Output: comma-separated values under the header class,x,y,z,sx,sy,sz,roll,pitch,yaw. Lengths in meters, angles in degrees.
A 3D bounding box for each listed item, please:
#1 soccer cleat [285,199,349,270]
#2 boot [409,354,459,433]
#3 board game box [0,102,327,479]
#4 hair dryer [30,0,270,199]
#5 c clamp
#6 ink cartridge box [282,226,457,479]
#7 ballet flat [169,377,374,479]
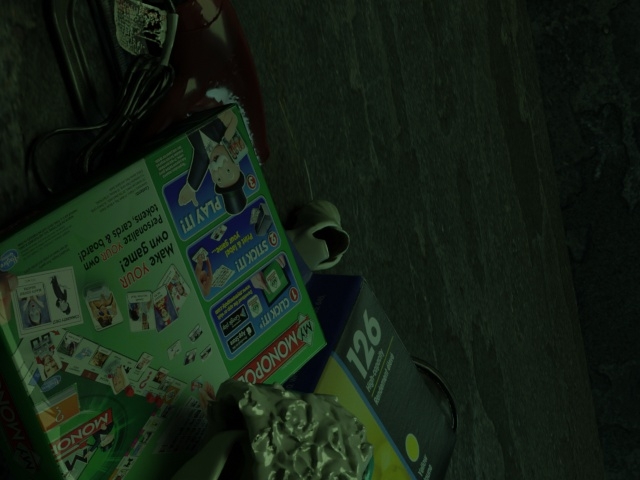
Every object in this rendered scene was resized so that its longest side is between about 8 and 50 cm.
class,x,y,z,sx,sy,sz,roll,pitch,yaw
soccer cleat,0.000,0.000,1.532,0.196,0.076,0.068,-41,119,-69
boot,0.048,0.203,1.534,0.263,0.091,0.229,44,35,-29
board game box,-0.121,0.051,1.052,0.317,0.046,0.213,-38,113,-53
hair dryer,-0.132,-0.111,1.186,0.293,0.080,0.223,11,90,-57
c clamp,-0.174,-0.162,1.182,0.137,0.022,0.160,-41,120,-67
ink cartridge box,0.007,0.183,1.336,0.307,0.072,0.303,60,35,-29
ballet flat,-0.094,0.274,0.970,0.147,0.147,0.408,54,52,-54
